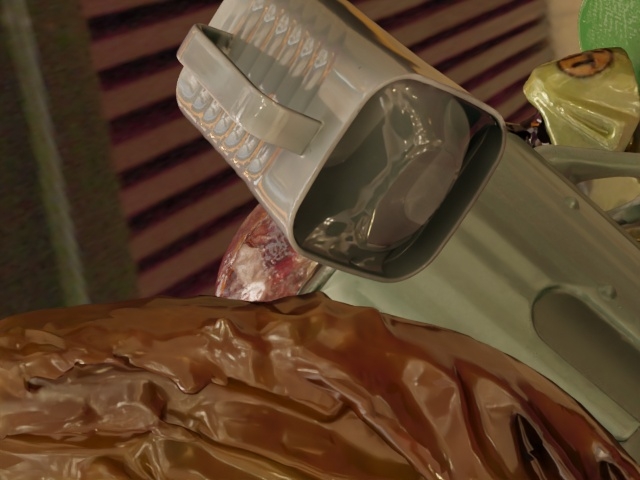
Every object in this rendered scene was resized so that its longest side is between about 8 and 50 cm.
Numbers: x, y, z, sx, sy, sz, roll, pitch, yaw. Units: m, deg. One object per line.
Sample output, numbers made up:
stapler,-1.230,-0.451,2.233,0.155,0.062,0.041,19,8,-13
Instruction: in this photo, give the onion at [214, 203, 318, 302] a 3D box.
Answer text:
onion,0.000,0.000,1.275,0.206,0.151,0.098,-40,76,-1

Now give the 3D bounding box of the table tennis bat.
table tennis bat,0.319,-0.127,1.546,0.257,0.039,0.160,59,153,-3

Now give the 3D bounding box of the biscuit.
biscuit,-0.049,0.143,0.465,0.318,0.040,0.318,-9,129,-11

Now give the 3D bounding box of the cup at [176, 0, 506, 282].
cup,-0.004,-0.057,0.773,0.129,0.128,0.095,45,110,43

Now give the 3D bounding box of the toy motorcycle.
toy motorcycle,0.288,-0.032,1.560,0.410,0.168,0.237,25,120,-23

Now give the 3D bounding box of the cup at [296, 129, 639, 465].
cup,0.182,0.120,1.094,0.392,0.310,0.401,39,87,16
